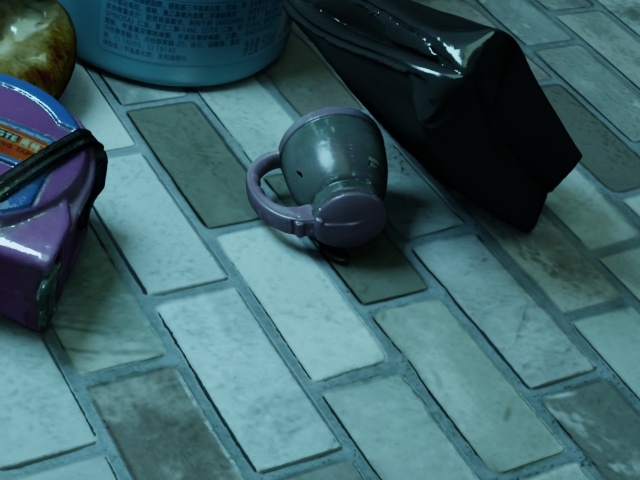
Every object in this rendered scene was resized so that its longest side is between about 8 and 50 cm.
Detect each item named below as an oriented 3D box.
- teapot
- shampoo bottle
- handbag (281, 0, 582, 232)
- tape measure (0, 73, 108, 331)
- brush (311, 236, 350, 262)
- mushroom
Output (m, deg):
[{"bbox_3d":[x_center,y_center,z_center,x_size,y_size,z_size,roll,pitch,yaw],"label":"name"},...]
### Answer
[{"bbox_3d":[0.007,-0.064,1.342,0.148,0.116,0.146,13,40,-26],"label":"teapot"},{"bbox_3d":[-0.168,-0.407,1.535,0.331,0.342,0.331,8,38,-6],"label":"shampoo bottle"},{"bbox_3d":[0.116,-0.165,1.391,0.288,0.342,0.152,33,86,34],"label":"handbag"},{"bbox_3d":[-0.330,-0.041,1.205,0.232,0.149,0.245,18,46,1],"label":"tape measure"},{"bbox_3d":[0.000,0.000,1.348,0.083,0.008,0.024,38,44,28],"label":"brush"},{"bbox_3d":[-0.404,-0.250,1.405,0.267,0.254,0.267,-10,22,4],"label":"mushroom"}]
